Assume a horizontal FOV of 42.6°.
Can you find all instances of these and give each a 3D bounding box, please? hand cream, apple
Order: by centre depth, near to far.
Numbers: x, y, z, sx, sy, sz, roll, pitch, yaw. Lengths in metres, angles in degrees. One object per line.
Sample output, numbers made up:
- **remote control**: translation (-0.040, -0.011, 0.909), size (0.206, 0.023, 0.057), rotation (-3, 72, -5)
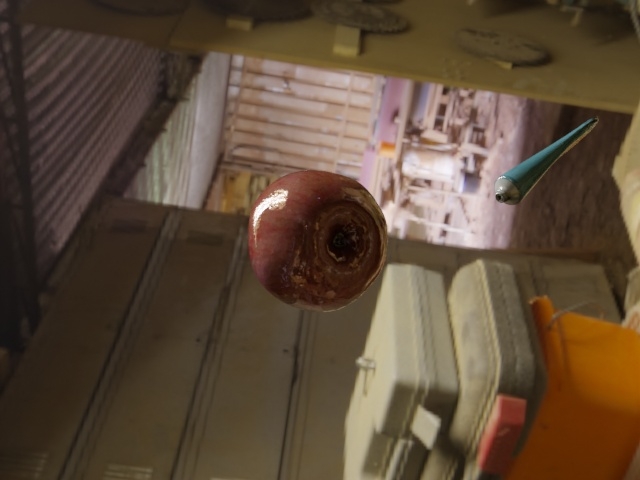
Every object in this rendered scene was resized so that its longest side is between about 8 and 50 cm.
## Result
- **apple**: translation (0.000, 0.000, 0.866), size (0.120, 0.153, 0.153), rotation (-11, 68, 62)
- **hand cream**: translation (0.338, -0.118, 1.243), size (0.224, 0.048, 0.083), rotation (-35, -12, -30)
